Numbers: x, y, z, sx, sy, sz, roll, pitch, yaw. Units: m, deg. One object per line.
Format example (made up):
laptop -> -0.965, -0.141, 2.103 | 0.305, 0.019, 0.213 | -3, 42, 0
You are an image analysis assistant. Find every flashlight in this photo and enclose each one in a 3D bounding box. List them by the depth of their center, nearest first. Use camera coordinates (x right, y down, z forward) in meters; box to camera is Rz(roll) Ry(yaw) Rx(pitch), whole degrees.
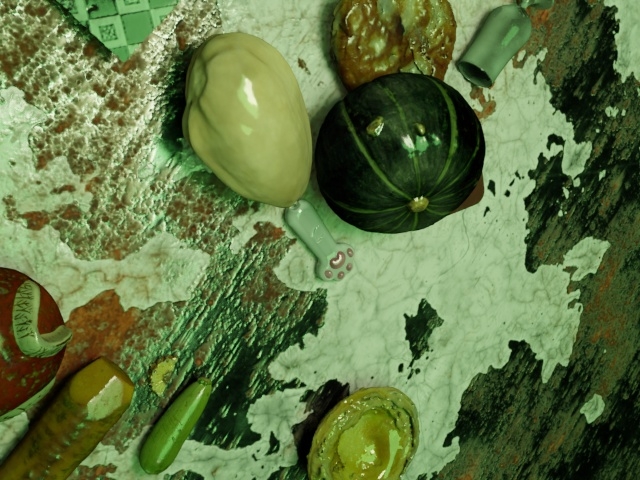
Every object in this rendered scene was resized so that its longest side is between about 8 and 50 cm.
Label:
flashlight -> 0.000, 0.000, 1.330 | 0.093, 0.047, 0.200 | -44, 120, -14

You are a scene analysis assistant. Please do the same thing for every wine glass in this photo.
wine glass -> 0.392, -0.441, 1.428 | 0.103, 0.103, 0.231 | 38, 83, -31

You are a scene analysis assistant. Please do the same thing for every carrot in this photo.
carrot -> -0.437, 0.335, 1.115 | 0.302, 0.114, 0.114 | -51, 121, -9

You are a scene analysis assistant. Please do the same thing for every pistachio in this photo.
pistachio -> -0.116, -0.196, 1.134 | 0.214, 0.193, 0.318 | -36, 128, -7

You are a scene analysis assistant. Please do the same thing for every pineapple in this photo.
pineapple -> -0.296, 0.245, 1.230 | 0.045, 0.019, 0.083 | 24, 88, -38

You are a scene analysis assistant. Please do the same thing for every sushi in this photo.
sushi -> -0.322, -0.437, 1.035 | 0.231, 0.047, 0.219 | 43, 86, -21

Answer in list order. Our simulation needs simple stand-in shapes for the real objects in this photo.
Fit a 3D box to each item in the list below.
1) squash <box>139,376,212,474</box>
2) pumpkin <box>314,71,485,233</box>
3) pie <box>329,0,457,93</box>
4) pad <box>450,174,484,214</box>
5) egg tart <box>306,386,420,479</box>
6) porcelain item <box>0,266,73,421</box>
squash -> -0.267, 0.342, 1.240 | 0.066, 0.066, 0.201 | 39, 80, -31
pumpkin -> 0.146, -0.154, 1.243 | 0.323, 0.241, 0.323 | -18, 147, -13
pie -> 0.150, -0.382, 1.309 | 0.308, 0.085, 0.308 | -11, 111, -31
pad -> 0.257, -0.133, 1.477 | 0.267, 0.004, 0.181 | -21, 112, -25
egg tart -> 0.087, 0.433, 1.440 | 0.288, 0.118, 0.288 | -6, 102, -28
porcelain item -> -0.491, 0.166, 0.973 | 0.253, 0.253, 0.253 | -7, 105, -29
